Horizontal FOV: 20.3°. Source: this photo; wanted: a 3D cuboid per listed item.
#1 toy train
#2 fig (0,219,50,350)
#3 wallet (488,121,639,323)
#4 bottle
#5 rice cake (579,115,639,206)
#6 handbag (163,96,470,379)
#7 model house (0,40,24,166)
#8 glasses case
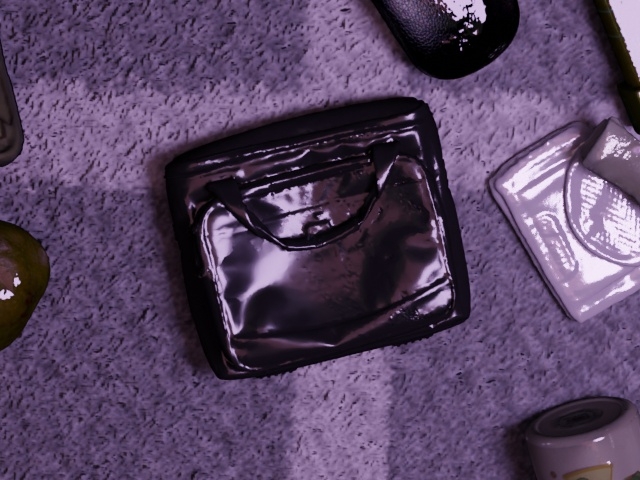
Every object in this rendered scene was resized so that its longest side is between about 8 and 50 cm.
[{"bbox_3d":[0.333,-0.219,1.721,0.137,0.090,0.225,-24,102,1],"label":"toy train"},{"bbox_3d":[-0.348,0.022,1.665,0.185,0.126,0.133,35,135,-6],"label":"fig"},{"bbox_3d":[0.260,-0.018,1.778,0.124,0.032,0.183,-31,103,1],"label":"wallet"},{"bbox_3d":[0.291,0.292,1.794,0.120,0.120,0.253,-17,101,-4],"label":"bottle"},{"bbox_3d":[0.362,-0.032,1.762,0.256,0.052,0.057,34,84,-18],"label":"rice cake"},{"bbox_3d":[0.000,0.000,1.725,0.275,0.088,0.244,-13,98,-3],"label":"handbag"},{"bbox_3d":[-0.444,-0.109,1.636,0.279,0.218,0.205,-34,149,31],"label":"model house"},{"bbox_3d":[0.074,-0.295,1.679,0.122,0.075,0.314,-34,103,2],"label":"glasses case"}]
